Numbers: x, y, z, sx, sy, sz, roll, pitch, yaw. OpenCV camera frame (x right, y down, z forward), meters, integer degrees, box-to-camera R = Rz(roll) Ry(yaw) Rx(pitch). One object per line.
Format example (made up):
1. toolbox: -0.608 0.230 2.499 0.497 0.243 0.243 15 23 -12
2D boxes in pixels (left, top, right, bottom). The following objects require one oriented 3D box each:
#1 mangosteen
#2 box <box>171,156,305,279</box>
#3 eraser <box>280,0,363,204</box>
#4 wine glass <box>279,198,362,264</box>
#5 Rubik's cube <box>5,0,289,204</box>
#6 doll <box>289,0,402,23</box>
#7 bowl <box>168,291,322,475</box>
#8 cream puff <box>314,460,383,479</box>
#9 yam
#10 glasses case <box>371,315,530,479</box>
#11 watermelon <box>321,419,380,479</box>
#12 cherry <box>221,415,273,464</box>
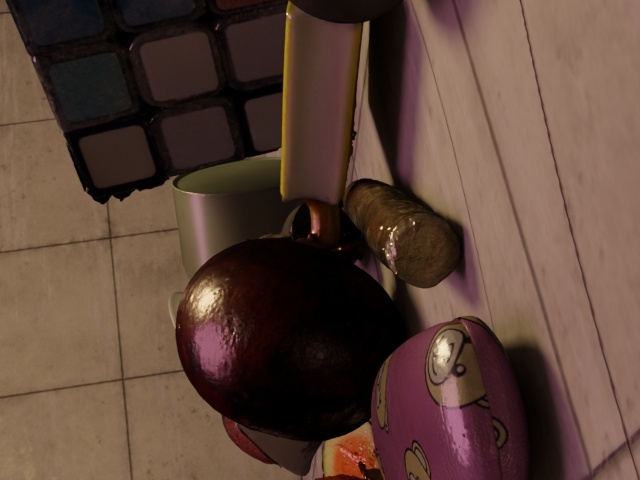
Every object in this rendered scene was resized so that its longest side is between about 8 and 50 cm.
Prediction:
1. mangosteen: -0.021 0.065 1.017 0.235 0.236 0.261 -163 92 -83
2. box: -0.109 -0.033 1.568 0.226 0.226 0.149 -116 19 -71
3. eraser: 0.005 -0.164 0.929 0.226 0.069 0.158 95 -176 -49
4. wine glass: 0.000 0.000 1.223 0.222 0.103 0.103 120 142 -79
5. Rubik's cube: -0.212 -0.322 1.380 0.358 0.362 0.363 -103 0 -51
6. doll: -0.063 -0.368 0.708 0.382 0.252 0.378 -95 2 -52
7. bowl: -0.067 0.174 1.546 0.345 0.157 0.345 52 -176 -4
8. cream puff: 0.007 0.433 1.123 0.350 0.229 0.350 171 90 -86
9. yam: 0.060 -0.017 0.861 0.274 0.061 0.061 -119 22 -77
10. glasses case: 0.084 0.134 0.721 0.316 0.076 0.123 105 156 -74
11. watermelon: 0.053 0.311 1.348 0.119 0.063 0.245 45 141 49
12. cherry: -0.087 0.318 2.018 0.239 0.206 0.239 -62 4 8
